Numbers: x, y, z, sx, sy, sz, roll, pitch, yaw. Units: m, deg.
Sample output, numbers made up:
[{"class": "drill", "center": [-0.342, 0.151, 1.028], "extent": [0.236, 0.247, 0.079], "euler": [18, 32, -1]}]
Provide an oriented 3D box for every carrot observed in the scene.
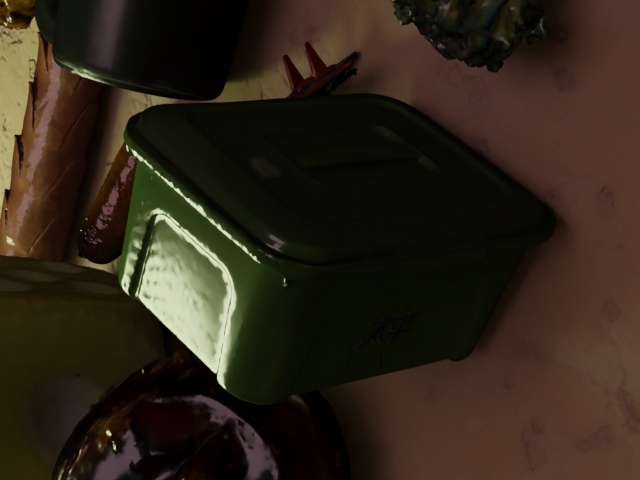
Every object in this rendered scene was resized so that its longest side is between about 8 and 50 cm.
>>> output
[{"class": "carrot", "center": [-0.201, -0.057, 1.797], "extent": [0.060, 0.060, 0.186], "euler": [40, 109, 36]}]

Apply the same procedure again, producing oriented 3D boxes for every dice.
[{"class": "dice", "center": [-0.302, 0.149, 1.731], "extent": [0.233, 0.227, 0.238], "euler": [24, 106, 57]}]

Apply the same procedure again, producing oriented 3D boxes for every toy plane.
[{"class": "toy plane", "center": [-0.030, -0.113, 1.581], "extent": [0.130, 0.061, 0.189], "euler": [-24, 27, 38]}]

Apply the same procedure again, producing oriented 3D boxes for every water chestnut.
[{"class": "water chestnut", "center": [-0.114, 0.241, 1.555], "extent": [0.300, 0.300, 0.300], "euler": [-3, 86, 42]}]

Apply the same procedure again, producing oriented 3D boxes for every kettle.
[{"class": "kettle", "center": [-0.178, -0.314, 1.681], "extent": [0.262, 0.203, 0.308], "euler": [18, 103, 14]}]

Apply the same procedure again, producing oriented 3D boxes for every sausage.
[{"class": "sausage", "center": [-0.301, -0.076, 1.873], "extent": [0.088, 0.088, 0.433], "euler": [22, 103, 41]}]

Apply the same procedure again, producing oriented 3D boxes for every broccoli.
[{"class": "broccoli", "center": [0.157, -0.283, 1.403], "extent": [0.275, 0.198, 0.177], "euler": [-45, 14, 23]}]

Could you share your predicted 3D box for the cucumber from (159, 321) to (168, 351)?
[{"class": "cucumber", "center": [-0.177, 0.113, 1.781], "extent": [0.036, 0.033, 0.184], "euler": [9, 95, 64]}]

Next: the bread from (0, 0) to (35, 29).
[{"class": "bread", "center": [-0.380, -0.350, 1.869], "extent": [0.135, 0.232, 0.246], "euler": [-38, 56, 24]}]

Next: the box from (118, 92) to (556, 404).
[{"class": "box", "center": [0.000, 0.000, 1.441], "extent": [0.253, 0.329, 0.177], "euler": [42, 124, 36]}]
